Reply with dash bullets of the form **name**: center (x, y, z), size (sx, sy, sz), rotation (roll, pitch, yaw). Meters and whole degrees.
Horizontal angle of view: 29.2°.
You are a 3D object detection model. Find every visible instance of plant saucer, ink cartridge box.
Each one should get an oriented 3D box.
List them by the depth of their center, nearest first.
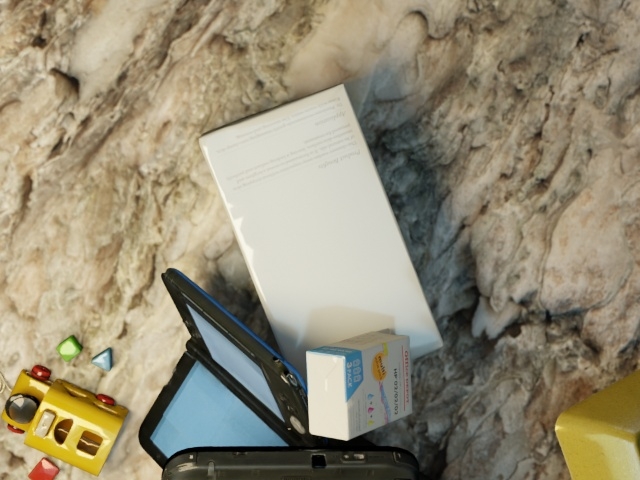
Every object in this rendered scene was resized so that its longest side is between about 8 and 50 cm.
- **ink cartridge box**: center (0.061, 0.175, 1.535), size (0.061, 0.181, 0.104), rotation (3, 98, 36)
- **plant saucer**: center (0.492, 0.338, 1.660), size (0.333, 0.081, 0.333), rotation (-18, 90, -40)

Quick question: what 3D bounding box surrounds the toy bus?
- **toy bus**: center (-0.370, 0.247, 1.708), size (0.202, 0.104, 0.191), rotation (-21, 96, -1)

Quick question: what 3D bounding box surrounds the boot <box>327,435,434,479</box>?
- **boot**: center (0.179, 0.369, 1.711), size (0.445, 0.367, 0.146), rotation (22, 129, 17)

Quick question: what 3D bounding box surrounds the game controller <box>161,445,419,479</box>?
- **game controller**: center (-0.038, 0.321, 1.518), size (0.319, 0.067, 0.166), rotation (2, 133, -9)

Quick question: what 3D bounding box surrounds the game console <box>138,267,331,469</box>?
- **game console**: center (-0.144, 0.222, 1.614), size (0.173, 0.293, 0.250), rotation (-40, 139, -18)

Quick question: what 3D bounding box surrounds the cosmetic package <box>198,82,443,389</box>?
- **cosmetic package**: center (0.000, 0.000, 1.679), size (0.217, 0.156, 0.385), rotation (-19, 97, -1)
